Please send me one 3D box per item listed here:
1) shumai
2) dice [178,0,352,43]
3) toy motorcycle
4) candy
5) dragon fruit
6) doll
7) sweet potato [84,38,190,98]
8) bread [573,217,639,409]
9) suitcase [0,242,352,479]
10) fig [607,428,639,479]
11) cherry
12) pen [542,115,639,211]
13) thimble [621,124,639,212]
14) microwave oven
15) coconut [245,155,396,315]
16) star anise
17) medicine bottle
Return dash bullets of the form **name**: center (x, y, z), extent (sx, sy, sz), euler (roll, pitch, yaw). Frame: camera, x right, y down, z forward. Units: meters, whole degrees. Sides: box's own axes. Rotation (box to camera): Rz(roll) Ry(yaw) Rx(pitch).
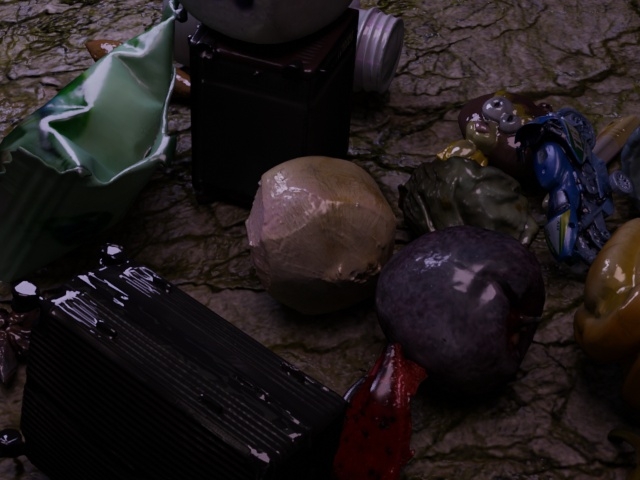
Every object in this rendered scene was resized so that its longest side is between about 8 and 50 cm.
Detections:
- **shumai**: center (0.174, -0.008, 1.715), extent (0.184, 0.184, 0.142), euler (12, 71, 10)
- **dice**: center (-0.064, -0.359, 1.660), extent (0.193, 0.194, 0.192), euler (29, 42, 25)
- **toy motorcycle**: center (0.309, -0.074, 1.746), extent (0.135, 0.092, 0.254), euler (19, 51, -31)
- **candy**: center (-0.275, -0.137, 1.722), extent (0.172, 0.263, 0.398), euler (35, 45, -12)
- **dragon fruit**: center (0.035, 0.189, 1.477), extent (0.092, 0.122, 0.192), euler (-6, 51, 48)
- **doll**: center (0.233, -0.125, 1.846), extent (0.145, 0.096, 0.188), euler (20, 56, 28)
- **sweet potato**: center (-0.245, -0.233, 1.965), extent (0.206, 0.060, 0.068), euler (20, 83, 16)
- **bread**: center (0.426, 0.086, 1.555), extent (0.270, 0.211, 0.315), euler (18, 37, 27)
- **suitcase**: center (-0.153, 0.189, 1.387), extent (0.335, 0.230, 0.152), euler (32, 38, 26)
- **fig**: center (0.348, 0.256, 1.442), extent (0.124, 0.124, 0.236), euler (-2, 31, -5)
- **cherry**: center (0.156, 0.071, 1.567), extent (0.195, 0.195, 0.195), euler (1, 43, -1)
- **pen**: center (0.361, -0.106, 1.870), extent (0.040, 0.032, 0.233), euler (30, 50, 27)
- **thimble**: center (0.515, -0.096, 1.741), extent (0.172, 0.205, 0.250), euler (-27, 24, -34)
- **microwave oven**: center (-0.069, -0.178, 1.778), extent (0.188, 0.247, 0.178), euler (15, 42, 11)
- **coconut**: center (0.001, -0.003, 1.643), extent (0.194, 0.194, 0.194), euler (1, 43, -1)
- **star anise**: center (-0.358, 0.117, 1.584), extent (0.124, 0.056, 0.129), euler (-3, 43, -7)
- **medicine bottle**: center (-0.051, -0.294, 1.944), extent (0.324, 0.179, 0.124), euler (16, 45, 15)
